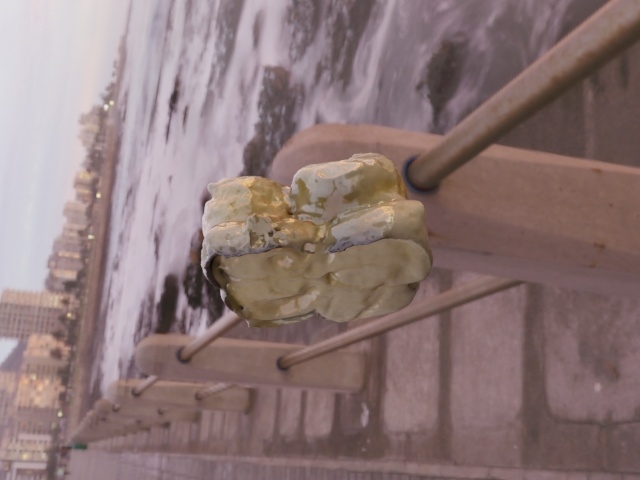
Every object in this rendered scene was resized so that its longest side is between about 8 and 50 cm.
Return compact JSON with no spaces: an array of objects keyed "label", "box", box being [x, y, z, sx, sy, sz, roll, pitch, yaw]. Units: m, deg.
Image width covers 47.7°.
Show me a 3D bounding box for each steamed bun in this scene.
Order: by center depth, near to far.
[{"label":"steamed bun","box":[0.000,0.000,0.606,0.192,0.177,0.106,69,-166,-58]}]
